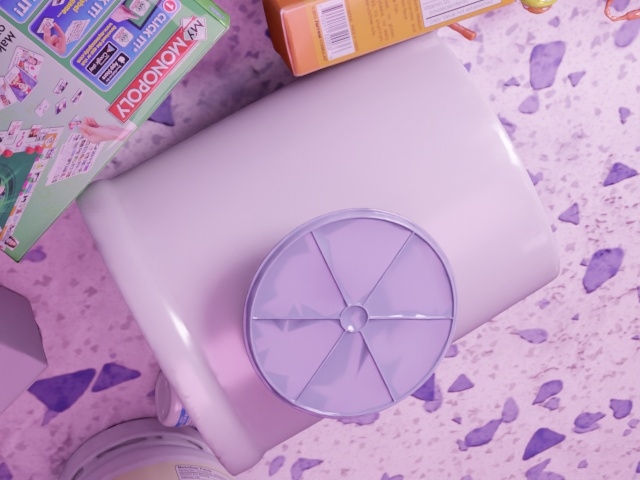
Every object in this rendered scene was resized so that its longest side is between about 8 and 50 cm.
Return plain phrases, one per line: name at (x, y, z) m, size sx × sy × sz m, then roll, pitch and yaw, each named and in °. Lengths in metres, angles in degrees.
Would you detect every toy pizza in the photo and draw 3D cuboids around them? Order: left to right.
toy pizza at (0.027, 0.065, 1.324) m, size 0.201 × 0.032 × 0.201 m, roll -5°, pitch 109°, yaw -14°

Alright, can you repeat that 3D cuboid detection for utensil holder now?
utensil holder at (0.000, 0.000, 1.483) m, size 0.385 × 0.328 × 0.328 m, roll -30°, pitch 132°, yaw -2°

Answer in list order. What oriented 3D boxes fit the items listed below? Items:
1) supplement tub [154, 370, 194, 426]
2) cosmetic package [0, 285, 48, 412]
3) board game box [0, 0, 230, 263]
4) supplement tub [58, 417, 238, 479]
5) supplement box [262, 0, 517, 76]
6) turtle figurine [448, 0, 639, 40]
supplement tub at (-0.136, 0.184, 1.733) m, size 0.107 × 0.071 × 0.071 m, roll 2°, pitch 125°, yaw -24°
cosmetic package at (-0.400, 0.078, 1.504) m, size 0.085 × 0.117 × 0.231 m, roll -45°, pitch 129°, yaw 14°
board game box at (-0.266, -0.157, 1.367) m, size 0.213 × 0.046 × 0.317 m, roll 39°, pitch 107°, yaw -17°
supplement tub at (-0.176, 0.388, 1.703) m, size 0.235 × 0.325 × 0.235 m, roll -12°, pitch 130°, yaw -15°
supplement box at (0.066, -0.236, 1.413) m, size 0.233 × 0.078 × 0.080 m, roll -18°, pitch 123°, yaw -10°
turtle figurine at (0.230, -0.315, 1.481) m, size 0.269 × 0.087 × 0.217 m, roll 4°, pitch 125°, yaw 14°
